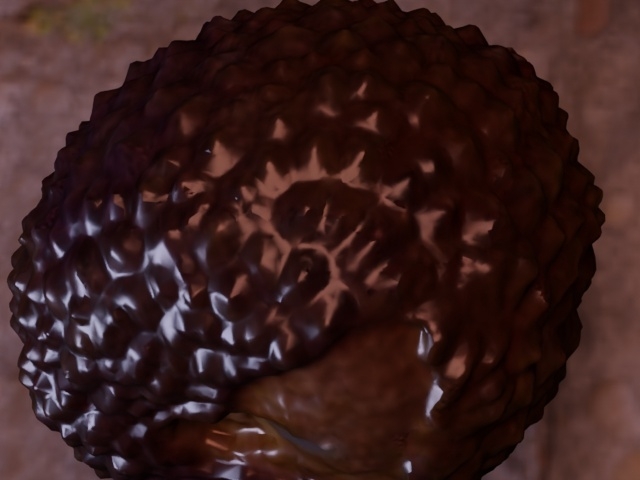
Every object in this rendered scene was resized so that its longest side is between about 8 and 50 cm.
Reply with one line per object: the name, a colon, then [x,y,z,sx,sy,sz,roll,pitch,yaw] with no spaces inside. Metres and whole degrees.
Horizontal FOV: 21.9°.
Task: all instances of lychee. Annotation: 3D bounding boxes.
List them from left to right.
lychee: [0.000,0.000,0.544,0.188,0.188,0.188,-1,74,2]
